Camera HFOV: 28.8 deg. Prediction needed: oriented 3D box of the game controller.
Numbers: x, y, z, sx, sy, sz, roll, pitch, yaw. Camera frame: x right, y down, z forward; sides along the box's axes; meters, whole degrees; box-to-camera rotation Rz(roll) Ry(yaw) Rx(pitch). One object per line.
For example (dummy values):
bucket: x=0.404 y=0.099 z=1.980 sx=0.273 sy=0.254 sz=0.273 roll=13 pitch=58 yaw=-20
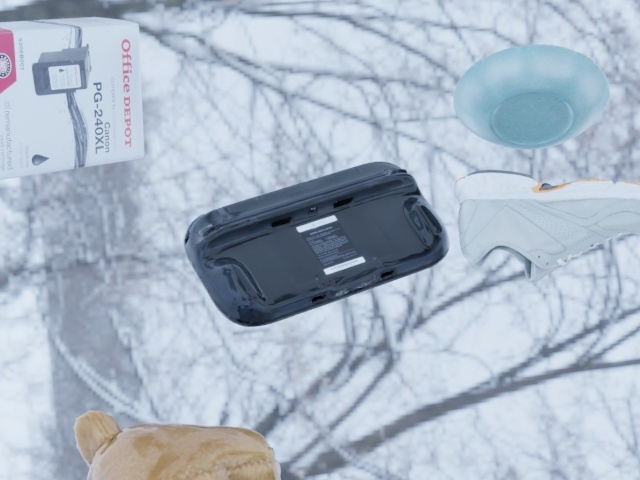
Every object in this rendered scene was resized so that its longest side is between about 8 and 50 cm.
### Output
game controller: x=0.000 y=0.000 z=1.510 sx=0.166 sy=0.319 sz=0.067 roll=61 pitch=-26 yaw=23

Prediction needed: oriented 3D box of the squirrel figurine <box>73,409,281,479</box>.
squirrel figurine: x=-0.165 y=0.342 z=1.106 sx=0.281 sy=0.396 sz=0.371 roll=-124 pitch=-159 yaw=-51

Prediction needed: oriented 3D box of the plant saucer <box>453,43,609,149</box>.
plant saucer: x=0.263 y=-0.165 z=1.554 sx=0.195 sy=0.194 sz=0.037 roll=102 pitch=-7 yaw=-54

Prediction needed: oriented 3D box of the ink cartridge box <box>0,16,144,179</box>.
ink cartridge box: x=-0.210 y=-0.110 z=0.944 sx=0.063 sy=0.150 sz=0.109 roll=13 pitch=-71 yaw=43

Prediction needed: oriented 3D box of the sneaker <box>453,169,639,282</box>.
sneaker: x=0.283 y=-0.007 z=1.450 sx=0.099 sy=0.262 sz=0.121 roll=87 pitch=7 yaw=-78
